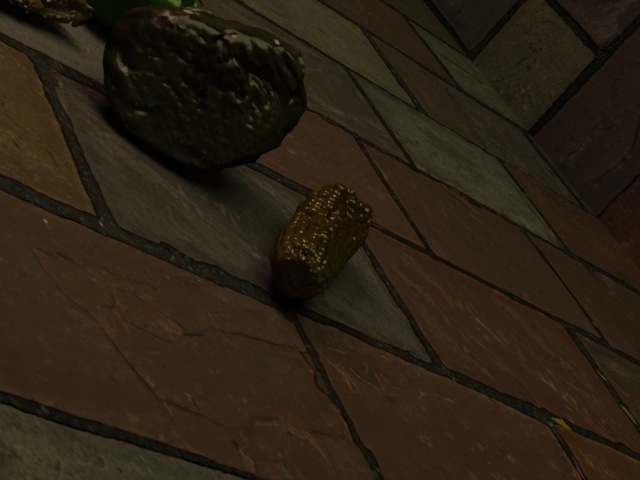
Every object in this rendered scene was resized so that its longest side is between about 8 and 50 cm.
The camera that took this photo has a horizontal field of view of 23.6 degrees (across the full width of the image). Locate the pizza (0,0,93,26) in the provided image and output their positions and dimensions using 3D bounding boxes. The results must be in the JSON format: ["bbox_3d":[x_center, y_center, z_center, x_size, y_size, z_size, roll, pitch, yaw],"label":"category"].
[{"bbox_3d":[-0.408,-0.358,1.869,0.297,0.071,0.189,41,17,-6],"label":"pizza"}]

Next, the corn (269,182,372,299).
[{"bbox_3d":[0.000,0.000,1.858,0.097,0.097,0.320,41,18,-2],"label":"corn"}]

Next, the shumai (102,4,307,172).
[{"bbox_3d":[-0.159,-0.195,1.907,0.255,0.189,0.218,17,8,-21],"label":"shumai"}]

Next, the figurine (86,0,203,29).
[{"bbox_3d":[-0.283,-0.365,2.062,0.263,0.143,0.162,27,8,8],"label":"figurine"}]
